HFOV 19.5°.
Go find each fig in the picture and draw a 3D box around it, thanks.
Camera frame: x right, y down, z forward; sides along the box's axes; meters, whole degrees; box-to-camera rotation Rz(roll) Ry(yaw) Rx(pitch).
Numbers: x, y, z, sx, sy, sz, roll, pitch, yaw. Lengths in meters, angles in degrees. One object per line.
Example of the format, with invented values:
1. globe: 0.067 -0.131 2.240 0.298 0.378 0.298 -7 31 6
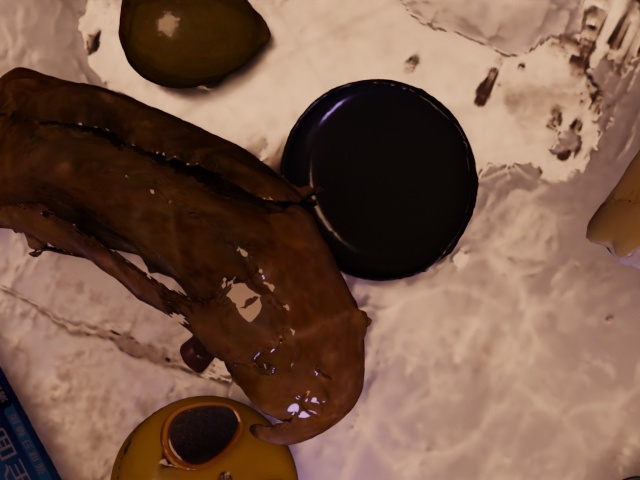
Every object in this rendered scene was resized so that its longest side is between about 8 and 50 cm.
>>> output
1. fig: -0.071 -0.121 1.051 0.088 0.074 0.074 4 89 -27

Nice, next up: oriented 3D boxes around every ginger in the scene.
1. ginger: -0.101 -0.011 1.017 0.309 0.107 0.133 31 92 16

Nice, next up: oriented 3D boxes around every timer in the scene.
1. timer: -0.069 0.143 1.044 0.107 0.109 0.107 7 71 -21

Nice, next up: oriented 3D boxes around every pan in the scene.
1. pan: 0.001 0.000 1.058 0.212 0.040 0.115 -45 81 14

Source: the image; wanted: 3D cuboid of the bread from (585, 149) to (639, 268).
1. bread: 0.314 -0.023 0.906 0.270 0.316 0.211 -55 45 2

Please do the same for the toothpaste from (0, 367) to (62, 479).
1. toothpaste: -0.159 0.207 1.038 0.076 0.066 0.320 -30 88 30

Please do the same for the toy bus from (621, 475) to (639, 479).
1. toy bus: 0.189 0.213 1.004 0.133 0.116 0.234 37 92 6
